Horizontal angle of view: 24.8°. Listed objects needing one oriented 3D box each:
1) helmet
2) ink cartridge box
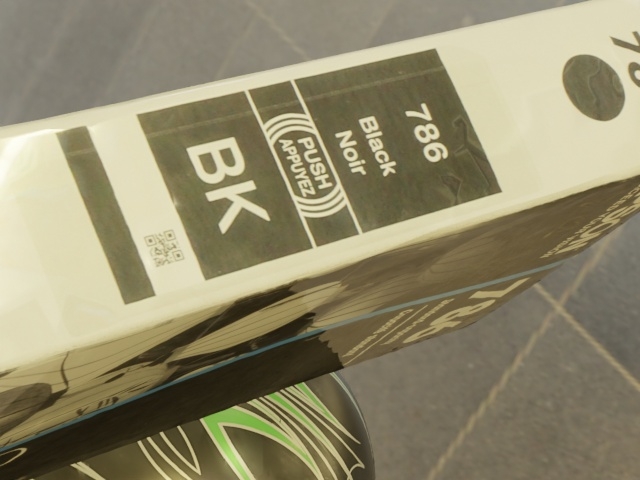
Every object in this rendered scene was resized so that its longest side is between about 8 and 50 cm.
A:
[{"bbox_3d":[-0.063,0.094,0.605,0.169,0.162,0.169,-10,37,8],"label":"helmet"},{"bbox_3d":[0.000,0.000,0.451,0.065,0.332,0.165,64,148,12],"label":"ink cartridge box"}]
